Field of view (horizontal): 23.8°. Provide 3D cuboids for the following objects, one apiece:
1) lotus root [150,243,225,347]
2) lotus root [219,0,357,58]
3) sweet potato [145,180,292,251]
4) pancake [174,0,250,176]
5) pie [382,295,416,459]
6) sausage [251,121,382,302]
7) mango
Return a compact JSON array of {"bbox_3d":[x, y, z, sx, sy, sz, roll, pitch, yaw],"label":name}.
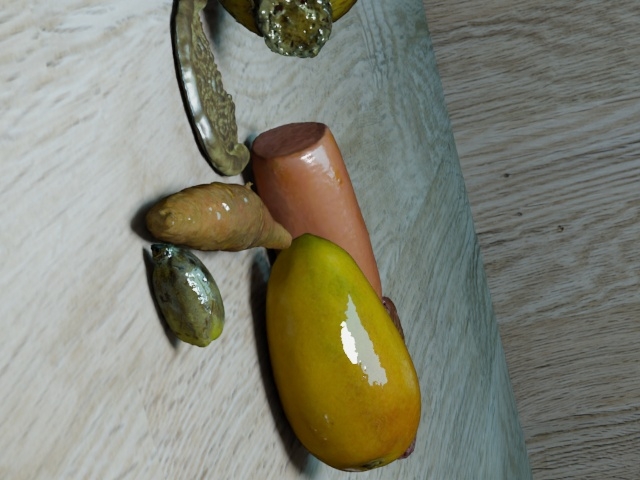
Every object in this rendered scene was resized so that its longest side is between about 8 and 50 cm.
[{"bbox_3d":[-0.110,0.042,1.251,0.054,0.049,0.099,-75,145,-61],"label":"lotus root"},{"bbox_3d":[-0.041,-0.374,1.615,0.179,0.196,0.397,39,39,-55],"label":"lotus root"},{"bbox_3d":[-0.089,-0.024,1.353,0.314,0.066,0.072,13,97,-77],"label":"sweet potato"},{"bbox_3d":[-0.108,-0.153,1.517,0.190,0.020,0.184,66,16,-46],"label":"pancake"},{"bbox_3d":[0.087,0.176,2.010,0.204,0.054,0.218,-87,162,-48],"label":"pie"},{"bbox_3d":[0.000,0.000,1.658,0.113,0.114,0.259,-79,154,-61],"label":"sausage"},{"bbox_3d":[0.017,0.124,1.555,0.175,0.139,0.254,-92,159,-66],"label":"mango"}]
